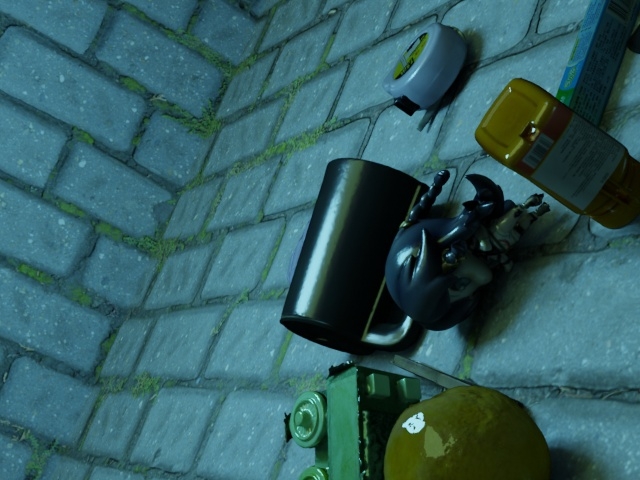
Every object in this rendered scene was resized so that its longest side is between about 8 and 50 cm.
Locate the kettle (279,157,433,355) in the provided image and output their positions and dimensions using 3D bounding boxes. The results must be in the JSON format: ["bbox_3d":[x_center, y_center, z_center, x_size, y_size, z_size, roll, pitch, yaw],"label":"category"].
[{"bbox_3d":[0.089,0.041,1.931,0.203,0.262,0.308,73,-146,-71],"label":"kettle"}]

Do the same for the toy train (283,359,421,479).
[{"bbox_3d":[0.056,0.315,1.615,0.188,0.159,0.272,-29,54,46],"label":"toy train"}]

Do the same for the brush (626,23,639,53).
[{"bbox_3d":[0.526,-0.367,1.645,0.193,0.016,0.063,-56,24,13],"label":"brush"}]

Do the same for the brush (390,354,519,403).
[{"bbox_3d":[0.183,0.224,1.620,0.327,0.070,0.065,15,87,69],"label":"brush"}]

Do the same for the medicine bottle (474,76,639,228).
[{"bbox_3d":[0.334,-0.111,1.477,0.112,0.222,0.149,-55,23,12],"label":"medicine bottle"}]

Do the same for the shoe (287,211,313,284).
[{"bbox_3d":[0.000,0.000,2.232,0.137,0.095,0.245,-3,67,61],"label":"shoe"}]

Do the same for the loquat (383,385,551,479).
[{"bbox_3d":[0.182,0.284,1.366,0.208,0.208,0.208,-46,26,31],"label":"loquat"}]

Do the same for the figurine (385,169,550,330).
[{"bbox_3d":[0.214,0.010,1.674,0.265,0.175,0.197,-52,31,2],"label":"figurine"}]

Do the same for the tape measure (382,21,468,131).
[{"bbox_3d":[0.214,-0.333,2.173,0.196,0.105,0.178,-50,17,22],"label":"tape measure"}]

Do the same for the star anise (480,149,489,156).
[{"bbox_3d":[0.324,-0.192,1.814,0.124,0.056,0.129,-65,22,-11],"label":"star anise"}]

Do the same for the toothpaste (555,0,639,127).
[{"bbox_3d":[0.425,-0.282,1.696,0.050,0.065,0.267,-10,55,62],"label":"toothpaste"}]
